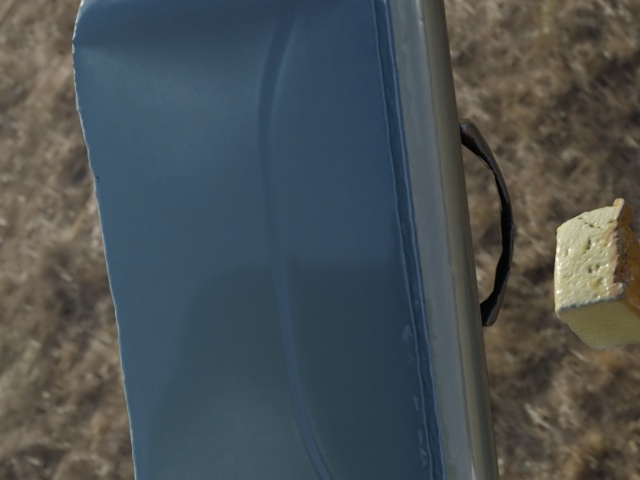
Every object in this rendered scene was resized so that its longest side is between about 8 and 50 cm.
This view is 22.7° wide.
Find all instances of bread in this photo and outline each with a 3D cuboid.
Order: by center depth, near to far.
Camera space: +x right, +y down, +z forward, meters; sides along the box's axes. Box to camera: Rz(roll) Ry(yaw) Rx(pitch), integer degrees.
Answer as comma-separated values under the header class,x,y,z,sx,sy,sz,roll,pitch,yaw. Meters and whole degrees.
class,x,y,z,sx,sy,sz,roll,pitch,yaw
bread,0.252,0.031,1.407,0.084,0.080,0.109,-18,51,33

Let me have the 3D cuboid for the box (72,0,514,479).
class,x,y,z,sx,sy,sz,roll,pitch,yaw
box,0.000,0.000,0.536,0.130,0.162,0.227,-6,99,2
